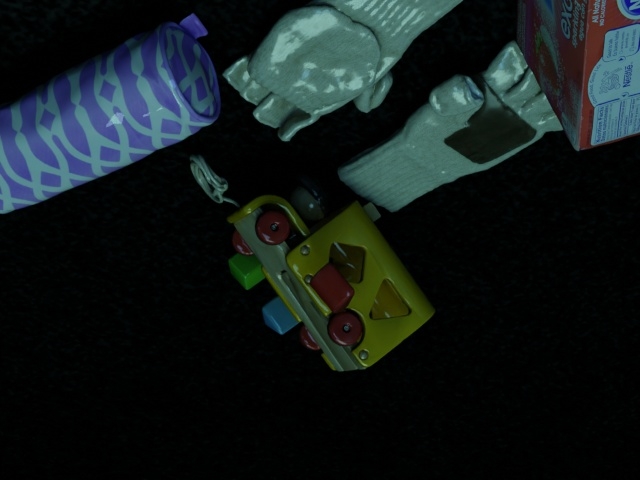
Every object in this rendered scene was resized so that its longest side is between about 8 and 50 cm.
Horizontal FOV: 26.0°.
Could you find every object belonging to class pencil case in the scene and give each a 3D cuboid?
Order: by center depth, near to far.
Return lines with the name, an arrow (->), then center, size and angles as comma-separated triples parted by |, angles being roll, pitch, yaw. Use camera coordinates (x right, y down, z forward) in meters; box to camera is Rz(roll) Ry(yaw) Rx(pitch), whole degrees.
pencil case -> -0.174, -0.090, 1.019 | 0.206, 0.088, 0.086 | -19, 133, 18

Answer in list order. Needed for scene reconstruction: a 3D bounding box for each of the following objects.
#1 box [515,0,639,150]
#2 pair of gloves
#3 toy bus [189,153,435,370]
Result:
box -> 0.205, -0.195, 0.886 | 0.128, 0.123, 0.257 | -17, 143, -6
pair of gloves -> 0.062, -0.112, 1.058 | 0.204, 0.042, 0.240 | -28, 136, 27
toy bus -> 0.005, 0.010, 1.145 | 0.104, 0.191, 0.202 | -37, 140, -18
